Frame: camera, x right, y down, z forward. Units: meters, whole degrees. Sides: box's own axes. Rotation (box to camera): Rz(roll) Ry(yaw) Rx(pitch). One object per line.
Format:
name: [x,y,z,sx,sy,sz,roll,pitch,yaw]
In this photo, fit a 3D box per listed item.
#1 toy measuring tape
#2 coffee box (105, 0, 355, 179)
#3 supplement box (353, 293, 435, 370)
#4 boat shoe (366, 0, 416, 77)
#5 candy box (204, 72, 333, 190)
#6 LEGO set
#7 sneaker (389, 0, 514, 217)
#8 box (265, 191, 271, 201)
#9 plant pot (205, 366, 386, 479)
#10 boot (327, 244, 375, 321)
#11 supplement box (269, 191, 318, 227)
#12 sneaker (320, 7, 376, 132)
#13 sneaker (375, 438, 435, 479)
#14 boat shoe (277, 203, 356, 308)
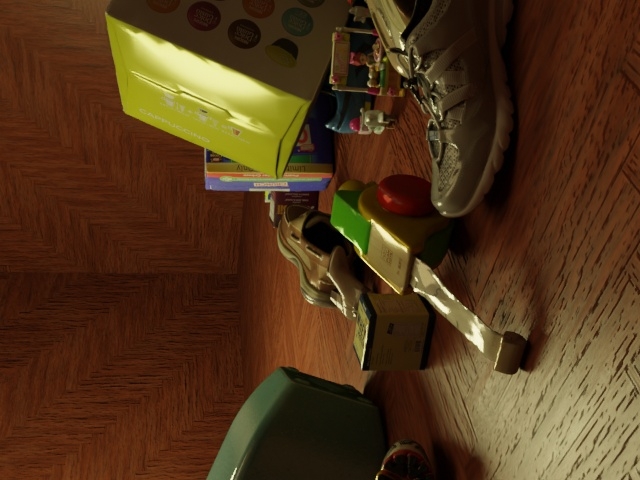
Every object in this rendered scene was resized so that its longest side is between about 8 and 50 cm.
toy measuring tape: [0.127,0.015,0.746,0.330,0.121,0.121,44,136,44]
coffee box: [-0.142,-0.364,1.220,0.338,0.338,0.334,126,166,-70]
supplement box: [0.091,0.115,0.868,0.056,0.083,0.083,-112,26,-64]
boat shoe: [0.092,-0.339,0.869,0.098,0.109,0.302,110,153,-56]
candy box: [-0.117,-0.272,1.491,0.122,0.268,0.317,119,150,-74]
LEGO set: [0.060,-0.304,1.009,0.132,0.107,0.287,138,132,-75]
sneaker: [0.118,-0.163,0.676,0.105,0.115,0.281,-173,84,-79]
box: [-0.078,-0.167,1.690,0.042,0.109,0.178,-112,26,-60]
plant pot: [-0.027,0.345,1.085,0.247,0.248,0.252,173,116,-79]
boot: [0.053,0.074,1.113,0.087,0.042,0.118,25,126,41]
supplement box: [-0.061,-0.127,1.615,0.081,0.104,0.188,-126,38,-71]
sneaker: [0.046,-0.287,1.155,0.069,0.082,0.209,-140,53,-78]
sneaker: [0.108,0.345,0.817,0.093,0.088,0.225,-40,-46,-77]
boat shoe: [0.000,0.000,1.295,0.324,0.123,0.116,-123,39,-55]
